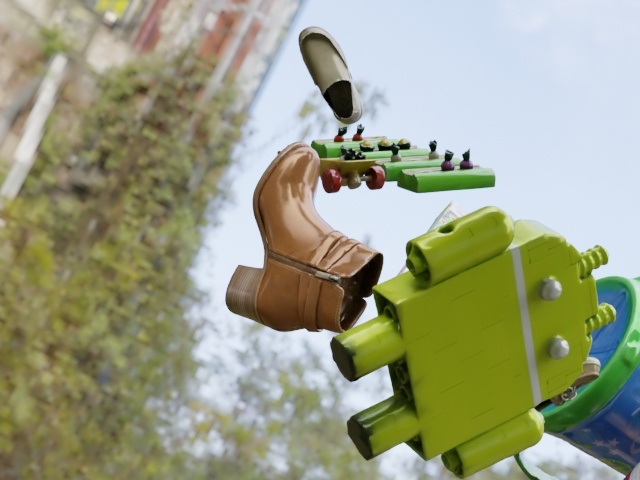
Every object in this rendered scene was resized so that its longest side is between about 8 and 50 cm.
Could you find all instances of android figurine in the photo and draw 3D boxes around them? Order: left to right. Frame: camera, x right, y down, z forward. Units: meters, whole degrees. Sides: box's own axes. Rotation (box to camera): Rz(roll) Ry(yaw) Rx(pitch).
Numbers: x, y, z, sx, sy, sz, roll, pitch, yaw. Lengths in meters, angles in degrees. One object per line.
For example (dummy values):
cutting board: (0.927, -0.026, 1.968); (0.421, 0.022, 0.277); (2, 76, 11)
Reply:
android figurine: (0.142, 0.086, 1.334); (0.056, 0.272, 0.248); (38, -36, 55)

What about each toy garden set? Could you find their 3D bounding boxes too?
toy garden set: (0.053, -0.102, 1.781); (0.203, 0.049, 0.244); (-5, 15, -30)

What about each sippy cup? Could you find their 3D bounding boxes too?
sippy cup: (0.407, 0.203, 2.015); (0.224, 0.240, 0.305); (39, -42, -17)

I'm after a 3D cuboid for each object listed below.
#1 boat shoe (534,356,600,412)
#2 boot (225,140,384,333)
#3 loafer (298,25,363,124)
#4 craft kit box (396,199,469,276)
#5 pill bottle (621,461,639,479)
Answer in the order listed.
boat shoe: (0.232, 0.171, 1.628); (0.153, 0.048, 0.056); (-24, -24, 5)
boot: (0.000, 0.000, 1.499); (0.152, 0.197, 0.073); (8, -14, 42)
loafer: (0.017, -0.226, 2.087); (0.148, 0.056, 0.050); (59, 6, -11)
craft kit box: (0.235, 0.087, 2.219); (0.250, 0.247, 0.061); (40, -52, -2)
pill bottle: (0.391, 0.428, 1.864); (0.224, 0.224, 0.392); (29, -59, -15)
